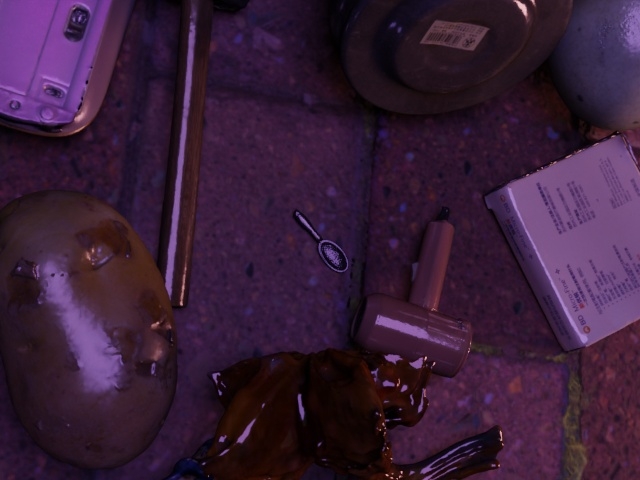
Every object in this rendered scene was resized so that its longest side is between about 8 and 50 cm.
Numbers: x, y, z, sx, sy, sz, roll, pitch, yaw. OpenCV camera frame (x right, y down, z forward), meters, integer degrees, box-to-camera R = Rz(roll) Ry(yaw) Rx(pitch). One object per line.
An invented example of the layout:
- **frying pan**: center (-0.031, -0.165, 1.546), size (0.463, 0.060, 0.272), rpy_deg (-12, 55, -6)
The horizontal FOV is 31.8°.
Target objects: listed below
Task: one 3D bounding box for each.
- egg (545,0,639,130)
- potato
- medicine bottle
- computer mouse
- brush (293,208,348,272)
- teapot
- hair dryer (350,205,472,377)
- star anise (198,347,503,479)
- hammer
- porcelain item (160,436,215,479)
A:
- **egg**: center (0.328, -0.236, 1.234), size (0.169, 0.169, 0.236), rpy_deg (10, 73, -13)
- **potato**: center (-0.216, 0.078, 1.029), size (0.165, 0.165, 0.262), rpy_deg (-20, 90, -18)
- **medicine bottle**: center (0.300, 0.000, 1.234), size (0.171, 0.052, 0.201), rpy_deg (-25, 86, -19)
- **computer mouse**: center (-0.267, -0.248, 1.126), size (0.158, 0.072, 0.310), rpy_deg (17, 72, -13)
- **brush**: center (0.000, 0.000, 1.176), size (0.024, 0.008, 0.083), rpy_deg (-40, 90, -16)
- **teapot**: center (0.143, -0.308, 1.144), size (0.239, 0.322, 0.239), rpy_deg (20, 45, -43)
- **hair dryer**: center (0.106, 0.044, 1.174), size (0.117, 0.064, 0.181), rpy_deg (19, 66, -9)
- **star anise**: center (0.039, 0.172, 1.056), size (0.346, 0.237, 0.148), rpy_deg (14, 85, -35)
- **hammer**: center (-0.138, -0.114, 1.140), size (0.111, 0.043, 0.365), rpy_deg (10, 78, -35)
- **porcelain item**: center (-0.066, 0.330, 1.030), size (0.288, 0.138, 0.186), rpy_deg (45, 53, 3)
